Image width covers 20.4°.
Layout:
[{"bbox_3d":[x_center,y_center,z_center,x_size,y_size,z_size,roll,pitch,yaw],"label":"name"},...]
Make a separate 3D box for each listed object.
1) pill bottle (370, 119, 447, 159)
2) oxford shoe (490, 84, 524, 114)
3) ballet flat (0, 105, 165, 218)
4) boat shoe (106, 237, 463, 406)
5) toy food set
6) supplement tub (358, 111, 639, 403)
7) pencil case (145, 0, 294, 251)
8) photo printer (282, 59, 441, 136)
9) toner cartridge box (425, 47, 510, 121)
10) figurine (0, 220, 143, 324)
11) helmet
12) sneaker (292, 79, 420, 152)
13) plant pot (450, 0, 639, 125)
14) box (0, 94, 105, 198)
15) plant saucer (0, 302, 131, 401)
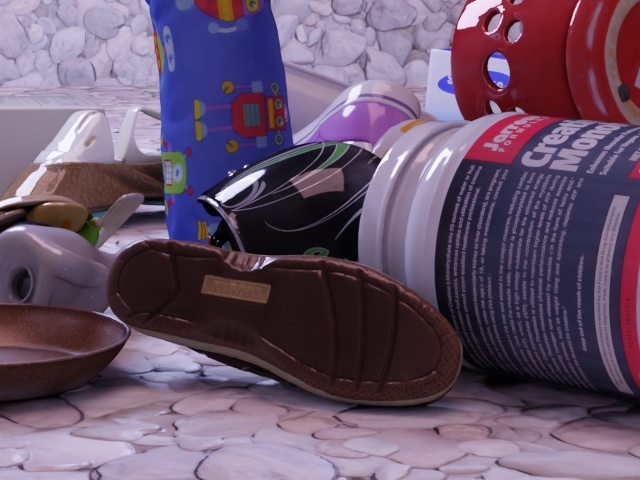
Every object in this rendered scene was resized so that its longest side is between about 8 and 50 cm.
[{"bbox_3d":[0.179,-0.011,1.475,0.278,0.162,0.162,9,12,32],"label":"pill bottle"},{"bbox_3d":[0.201,-0.063,1.851,0.130,0.169,0.449,-23,12,-3],"label":"oxford shoe"},{"bbox_3d":[-0.216,-0.085,1.959,0.342,0.124,0.116,-7,9,-41],"label":"ballet flat"},{"bbox_3d":[-0.018,0.058,1.254,0.257,0.095,0.095,18,-13,18],"label":"boat shoe"},{"bbox_3d":[-0.268,-0.004,1.645,0.192,0.038,0.132,1,-27,-31],"label":"toy food set"},{"bbox_3d":[0.182,0.010,1.255,0.272,0.191,0.191,10,13,40],"label":"supplement tub"},{"bbox_3d":[-0.089,-0.102,1.563,0.119,0.306,0.133,-7,1,-35],"label":"pencil case"},{"bbox_3d":[-0.007,-0.102,1.852,0.307,0.107,0.256,19,-9,-4],"label":"photo printer"},{"bbox_3d":[0.280,-0.121,2.061,0.348,0.165,0.075,13,14,37],"label":"toner cartridge box"},{"bbox_3d":[-0.229,0.020,1.476,0.215,0.092,0.209,8,8,31],"label":"figurine"},{"bbox_3d":[0.000,0.000,1.384,0.161,0.169,0.169,-19,16,-17],"label":"helmet"},{"bbox_3d":[-0.003,-0.020,1.659,0.102,0.161,0.282,18,-29,-11],"label":"sneaker"},{"bbox_3d":[0.235,-0.158,1.550,0.191,0.191,0.174,-5,3,-32],"label":"plant pot"},{"bbox_3d":[-0.408,-0.100,2.030,0.311,0.121,0.148,-2,10,-17],"label":"box"},{"bbox_3d":[-0.232,0.079,1.250,0.198,0.036,0.198,1,10,0],"label":"plant saucer"}]
